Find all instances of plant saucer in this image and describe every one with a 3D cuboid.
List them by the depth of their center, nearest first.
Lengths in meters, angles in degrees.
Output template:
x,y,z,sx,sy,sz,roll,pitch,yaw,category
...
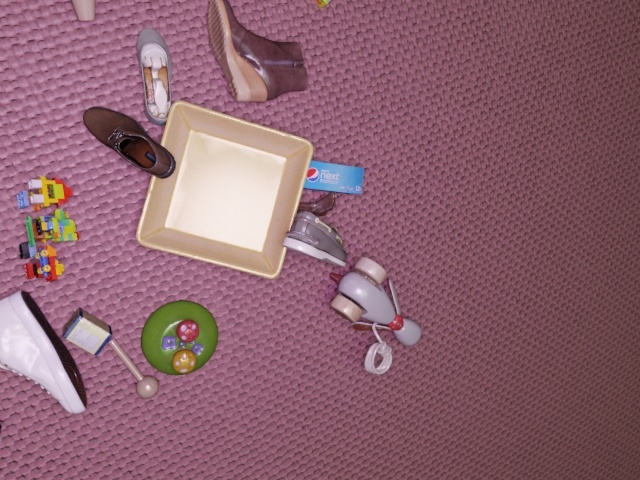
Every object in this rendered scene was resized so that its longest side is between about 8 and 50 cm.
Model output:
x,y,z,sx,sy,sz,roll,pitch,yaw,category
-0.218,-0.112,1.233,0.332,0.081,0.333,15,90,-11,plant saucer

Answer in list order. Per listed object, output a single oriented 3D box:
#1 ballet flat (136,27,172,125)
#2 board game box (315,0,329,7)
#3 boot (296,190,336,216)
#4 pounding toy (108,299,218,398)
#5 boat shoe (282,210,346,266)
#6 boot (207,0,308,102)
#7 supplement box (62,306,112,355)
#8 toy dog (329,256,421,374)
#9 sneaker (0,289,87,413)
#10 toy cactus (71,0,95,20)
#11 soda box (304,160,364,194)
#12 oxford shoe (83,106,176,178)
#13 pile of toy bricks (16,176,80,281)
x,y,z,sx,sy,sz,roll,pitch,yaw,category
-0.360,-0.364,1.176,0.072,0.068,0.213,-7,99,-23,ballet flat
0.039,-0.681,1.329,0.181,0.043,0.092,-47,111,-12,board game box
-0.026,-0.091,1.342,0.114,0.106,0.037,2,58,-24,boot
-0.342,0.252,1.232,0.236,0.110,0.183,-31,107,-18,pounding toy
0.004,0.001,1.283,0.305,0.109,0.091,25,82,-69,boat shoe
-0.146,-0.458,1.268,0.206,0.090,0.249,-23,104,-32,boot
-0.511,0.199,1.165,0.083,0.083,0.056,40,79,-23,supplement box
0.131,0.175,1.436,0.220,0.161,0.334,-36,123,-19,toy dog
-0.609,0.257,1.126,0.123,0.106,0.290,-30,96,-14,sneaker
-0.500,-0.550,1.090,0.218,0.112,0.181,-12,119,-25,toy cactus
0.003,-0.163,1.360,0.209,0.067,0.071,4,94,-24,soda box
-0.414,-0.219,1.123,0.227,0.096,0.083,32,93,6,oxford shoe
-0.561,-0.019,1.122,0.105,0.118,0.213,-4,81,-51,pile of toy bricks
